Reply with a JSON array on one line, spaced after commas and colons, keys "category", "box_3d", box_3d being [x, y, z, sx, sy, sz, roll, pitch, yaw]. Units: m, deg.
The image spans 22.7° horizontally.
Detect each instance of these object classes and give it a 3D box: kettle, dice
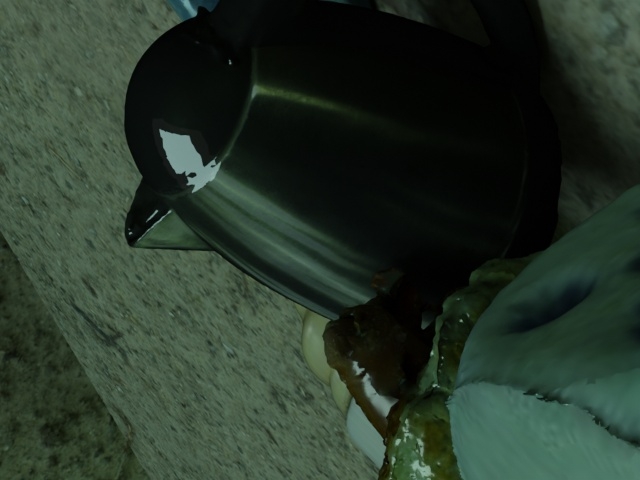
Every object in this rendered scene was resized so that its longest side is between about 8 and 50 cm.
[{"category": "kettle", "box_3d": [0.008, -0.064, 1.019, 0.271, 0.207, 0.250, 19, 147, -35]}, {"category": "dice", "box_3d": [0.253, 0.108, 0.845, 0.268, 0.262, 0.264, 59, 159, -12]}]

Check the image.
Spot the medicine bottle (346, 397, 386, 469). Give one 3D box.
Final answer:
[{"category": "medicine bottle", "box_3d": [0.212, 0.194, 1.141, 0.371, 0.211, 0.211, 42, 157, 23]}]

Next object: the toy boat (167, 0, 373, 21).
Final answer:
[{"category": "toy boat", "box_3d": [-0.090, -0.231, 1.212, 0.215, 0.123, 0.330, 22, 145, 56]}]

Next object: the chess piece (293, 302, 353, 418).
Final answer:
[{"category": "chess piece", "box_3d": [0.000, 0.000, 1.388, 0.300, 0.167, 0.167, 50, 160, 25]}]

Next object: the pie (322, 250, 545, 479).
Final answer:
[{"category": "pie", "box_3d": [0.144, 0.138, 0.984, 0.105, 0.257, 0.274, -168, 68, -78]}]
